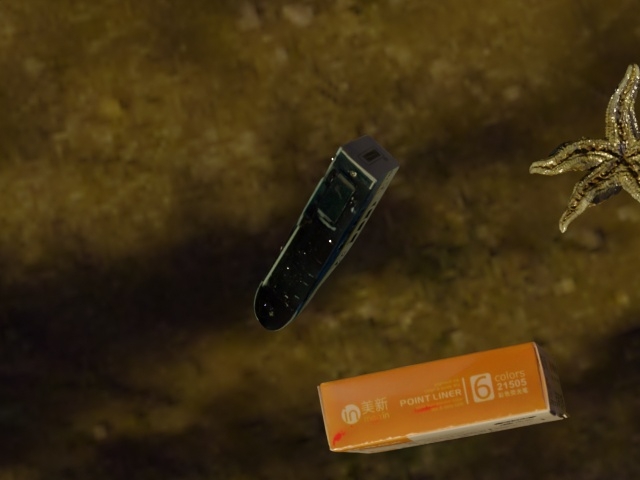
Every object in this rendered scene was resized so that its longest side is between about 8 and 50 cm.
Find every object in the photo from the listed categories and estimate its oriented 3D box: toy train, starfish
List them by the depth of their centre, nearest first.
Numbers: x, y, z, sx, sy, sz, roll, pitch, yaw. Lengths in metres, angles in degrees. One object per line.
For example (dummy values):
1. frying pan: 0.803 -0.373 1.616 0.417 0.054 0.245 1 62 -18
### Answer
1. toy train: 0.000 0.000 1.721 0.051 0.052 0.234 -29 157 -46
2. starfish: 0.341 -0.080 1.956 0.208 0.176 0.053 -40 159 8

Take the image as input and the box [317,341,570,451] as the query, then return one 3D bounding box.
1. box: 0.151 0.194 2.178 0.274 0.091 0.221 -12 169 13
